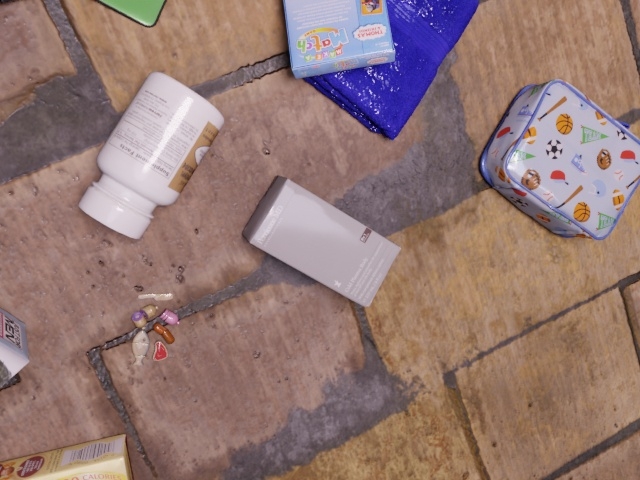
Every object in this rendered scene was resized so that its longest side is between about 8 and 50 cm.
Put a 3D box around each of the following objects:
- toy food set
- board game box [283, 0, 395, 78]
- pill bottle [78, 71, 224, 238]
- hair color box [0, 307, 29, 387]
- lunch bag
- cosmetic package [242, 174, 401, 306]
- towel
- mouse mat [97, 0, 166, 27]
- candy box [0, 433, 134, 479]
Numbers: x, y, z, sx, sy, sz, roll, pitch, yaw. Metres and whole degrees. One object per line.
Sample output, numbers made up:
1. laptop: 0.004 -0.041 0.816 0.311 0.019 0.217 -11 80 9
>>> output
1. toy food set: -0.275 0.151 0.913 0.078 0.019 0.122 -1 97 -17
2. board game box: 0.023 -0.372 0.863 0.160 0.039 0.211 -8 78 6
3. pill bottle: -0.258 -0.124 0.825 0.131 0.131 0.229 32 87 -18
4. hair color box: -0.598 0.100 0.700 0.185 0.114 0.374 -44 127 -7
5. lunch bag: 0.479 -0.153 1.054 0.304 0.115 0.243 31 85 -17
6. cosmetic package: 0.000 0.000 0.934 0.238 0.107 0.127 28 91 -21
7. towel: 0.124 -0.358 0.939 0.228 0.076 0.308 33 87 -17
8. mouse mat: -0.278 -0.428 0.794 0.153 0.007 0.189 23 116 -27
9. candy box: -0.458 0.442 0.861 0.317 0.087 0.182 -8 99 -15
